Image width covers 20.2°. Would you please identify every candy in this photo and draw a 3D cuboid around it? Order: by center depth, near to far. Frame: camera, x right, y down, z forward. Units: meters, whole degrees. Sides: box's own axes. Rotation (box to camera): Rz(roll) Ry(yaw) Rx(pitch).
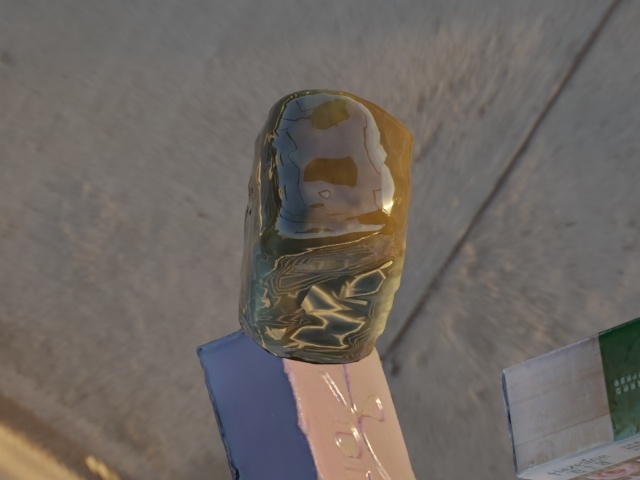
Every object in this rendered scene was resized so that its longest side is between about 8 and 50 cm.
[{"bbox_3d":[0.000,0.000,1.180,0.102,0.234,0.104,4,64,-7],"label":"candy"}]

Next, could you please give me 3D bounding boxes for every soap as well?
[{"bbox_3d":[0.006,0.242,1.863,0.107,0.285,0.296,-22,74,18],"label":"soap"}]

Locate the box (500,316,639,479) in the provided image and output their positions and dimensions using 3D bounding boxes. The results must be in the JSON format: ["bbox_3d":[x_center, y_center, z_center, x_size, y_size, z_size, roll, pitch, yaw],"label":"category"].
[{"bbox_3d":[0.232,0.098,1.134,0.199,0.135,0.081,-28,59,40],"label":"box"}]
